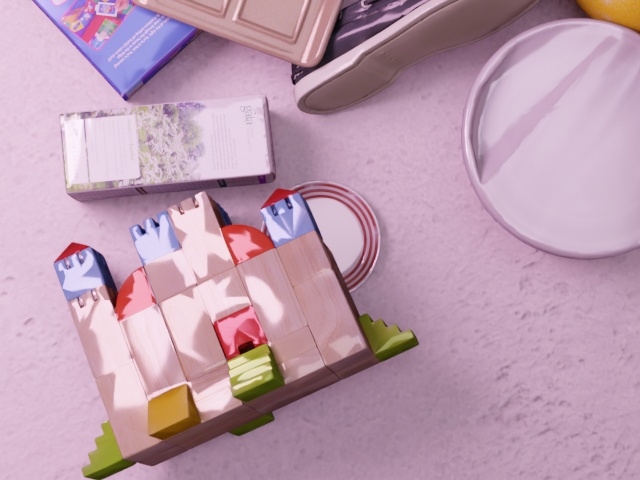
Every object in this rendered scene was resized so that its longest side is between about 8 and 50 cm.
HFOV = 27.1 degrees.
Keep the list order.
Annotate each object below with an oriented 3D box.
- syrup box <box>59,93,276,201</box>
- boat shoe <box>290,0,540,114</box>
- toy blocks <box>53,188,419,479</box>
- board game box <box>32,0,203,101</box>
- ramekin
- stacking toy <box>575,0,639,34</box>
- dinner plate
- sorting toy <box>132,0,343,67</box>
[{"bbox_3d":[-0.173,-0.105,1.523,0.237,0.096,0.093,-6,86,-3],"label":"syrup box"},{"bbox_3d":[0.106,-0.266,1.505,0.340,0.127,0.113,-29,66,27],"label":"boat shoe"},{"bbox_3d":[-0.120,0.071,1.480,0.382,0.191,0.260,-25,72,5],"label":"toy blocks"},{"bbox_3d":[-0.180,-0.364,1.538,0.347,0.078,0.233,-42,95,-3],"label":"board game box"},{"bbox_3d":[0.289,-0.109,1.521,0.273,0.127,0.272,0,84,-2],"label":"ramekin"},{"bbox_3d":[0.396,-0.328,1.498,0.480,0.350,0.350,-3,83,15],"label":"stacking toy"},{"bbox_3d":[0.000,0.000,1.556,0.141,0.017,0.141,0,84,-1],"label":"dinner plate"},{"bbox_3d":[-0.059,-0.372,1.494,0.229,0.041,0.307,20,90,-2],"label":"sorting toy"}]
